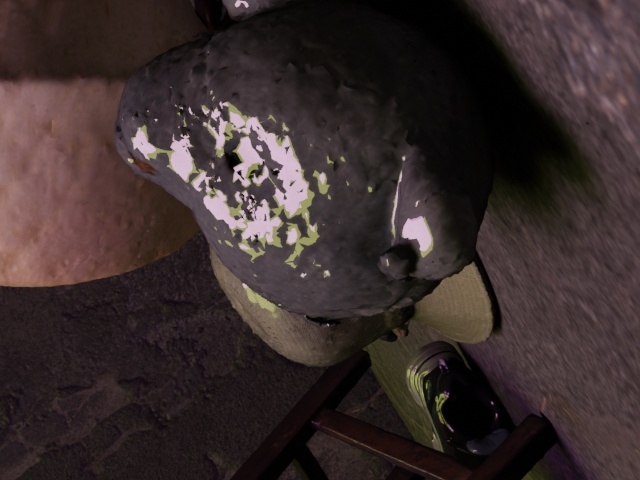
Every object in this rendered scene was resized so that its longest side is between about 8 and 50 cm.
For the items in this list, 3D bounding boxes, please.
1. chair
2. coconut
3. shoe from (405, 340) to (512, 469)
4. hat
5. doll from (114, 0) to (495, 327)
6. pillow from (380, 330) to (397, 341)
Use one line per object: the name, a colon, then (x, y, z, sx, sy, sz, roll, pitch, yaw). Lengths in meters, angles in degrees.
chair: (0.001, 0.315, 0.865, 0.241, 0.416, 0.203, 19, 146, 45)
coconut: (-0.195, -0.105, 0.745, 0.328, 0.329, 0.329, 58, 176, 7)
shoe: (0.145, 0.178, 1.007, 0.169, 0.071, 0.099, 62, 170, -19)
hat: (-0.007, 0.014, 0.791, 0.257, 0.130, 0.257, 47, 166, 15)
doll: (-0.046, -0.105, 0.533, 0.340, 0.158, 0.246, 60, 166, 11)
pillow: (0.000, 0.000, 1.114, 0.250, 0.106, 0.186, 53, -177, 11)
